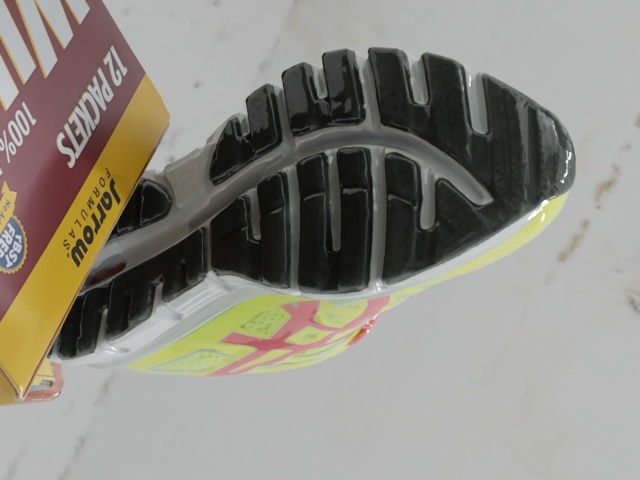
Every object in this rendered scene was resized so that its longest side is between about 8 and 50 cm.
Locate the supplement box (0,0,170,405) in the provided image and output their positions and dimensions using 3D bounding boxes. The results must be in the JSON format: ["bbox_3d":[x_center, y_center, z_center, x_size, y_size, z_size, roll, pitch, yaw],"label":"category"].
[{"bbox_3d":[-0.185,-0.052,0.425,0.194,0.191,0.129,-11,-144,26],"label":"supplement box"}]

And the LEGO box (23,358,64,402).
[{"bbox_3d":[-0.290,-0.146,0.869,0.193,0.372,0.500,-5,-97,-3],"label":"LEGO box"}]

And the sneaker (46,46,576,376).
[{"bbox_3d":[0.000,0.000,0.492,0.208,0.094,0.082,-16,-118,36],"label":"sneaker"}]
